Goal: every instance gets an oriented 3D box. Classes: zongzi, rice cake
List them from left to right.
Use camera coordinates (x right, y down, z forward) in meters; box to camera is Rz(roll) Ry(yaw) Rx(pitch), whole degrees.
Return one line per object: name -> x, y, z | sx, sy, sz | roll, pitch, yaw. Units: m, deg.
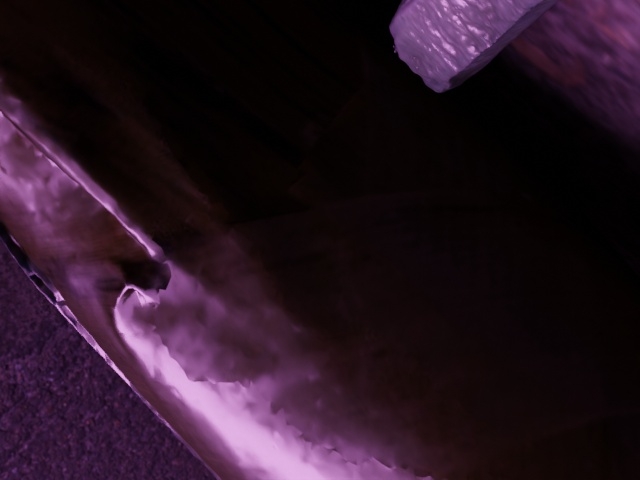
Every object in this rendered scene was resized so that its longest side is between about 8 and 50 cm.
zongzi -> 0.000, 0.000, 0.566 | 0.323, 0.160, 0.360 | 46, 173, -18
rice cake -> 0.052, -0.074, 0.445 | 0.033, 0.033, 0.207 | 45, 170, -2
